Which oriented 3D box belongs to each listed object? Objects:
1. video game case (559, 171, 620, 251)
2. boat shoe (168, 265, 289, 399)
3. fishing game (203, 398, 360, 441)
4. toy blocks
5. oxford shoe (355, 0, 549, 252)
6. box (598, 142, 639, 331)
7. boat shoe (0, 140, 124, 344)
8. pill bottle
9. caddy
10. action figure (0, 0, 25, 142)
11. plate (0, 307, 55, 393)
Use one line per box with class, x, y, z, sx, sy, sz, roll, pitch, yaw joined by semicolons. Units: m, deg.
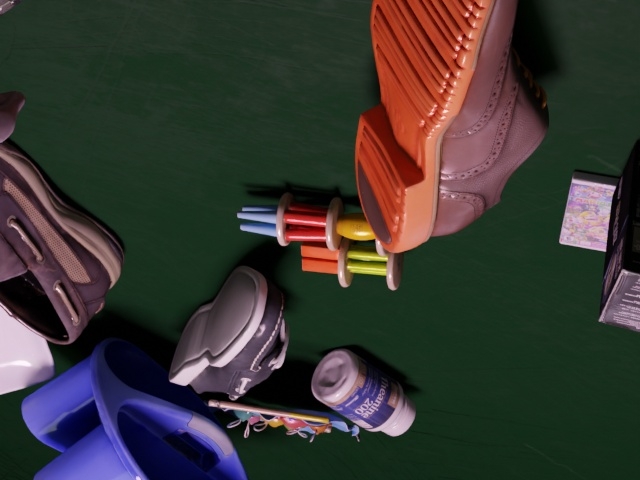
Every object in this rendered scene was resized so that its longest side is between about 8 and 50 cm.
video game case;0.268;-0.022;1.727;0.087;0.011;0.122;10;152;6
boat shoe;-0.080;0.104;2.023;0.091;0.114;0.302;20;165;-14
fishing game;-0.046;0.216;2.202;0.189;0.041;0.264;10;172;-2
toy blocks;0.000;0.000;1.841;0.148;0.054;0.123;5;151;15
oxford shoe;0.118;-0.134;1.508;0.133;0.130;0.363;-15;151;-18
box;0.338;0.013;1.603;0.180;0.147;0.077;13;141;-1
boat shoe;-0.335;-0.008;1.890;0.132;0.130;0.355;-11;144;39
pill bottle;0.052;0.176;2.137;0.067;0.067;0.120;-15;142;42
caddy;-0.194;0.260;2.208;0.179;0.241;0.341;-29;138;14
action figure;-0.369;-0.123;1.654;0.330;0.178;0.341;-12;119;47
plate;-0.456;0.095;2.097;0.278;0.045;0.277;-15;139;-6
